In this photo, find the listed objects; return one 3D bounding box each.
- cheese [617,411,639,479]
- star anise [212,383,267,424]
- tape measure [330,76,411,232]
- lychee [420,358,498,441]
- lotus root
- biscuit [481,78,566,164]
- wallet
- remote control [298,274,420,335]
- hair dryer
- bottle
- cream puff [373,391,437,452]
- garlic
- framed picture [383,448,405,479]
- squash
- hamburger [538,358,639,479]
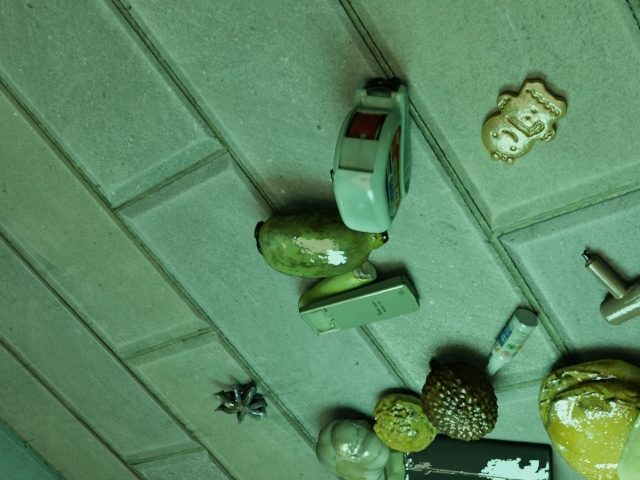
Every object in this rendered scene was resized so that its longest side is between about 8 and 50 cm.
[{"bbox_3d":[0.808,0.349,1.525,0.384,0.384,0.104,54,170,-21],"label":"cheese"},{"bbox_3d":[-0.243,0.494,2.219,0.180,0.061,0.204,2,133,7],"label":"star anise"},{"bbox_3d":[0.099,-0.159,1.443,0.125,0.246,0.243,9,136,22],"label":"tape measure"},{"bbox_3d":[0.335,0.387,1.793,0.238,0.200,0.200,51,146,39],"label":"lychee"},{"bbox_3d":[0.000,0.000,1.664,0.309,0.173,0.173,-2,126,17],"label":"lotus root"},{"bbox_3d":[0.381,-0.226,1.394,0.133,0.027,0.184,44,131,-16],"label":"biscuit"},{"bbox_3d":[0.427,0.658,1.997,0.406,0.062,0.228,-1,94,23],"label":"wallet"},{"bbox_3d":[0.091,0.161,1.762,0.285,0.038,0.123,-18,137,19],"label":"remote control"},{"bbox_3d":[0.610,0.090,1.531,0.182,0.064,0.117,45,132,-4],"label":"hair dryer"},{"bbox_3d":[0.444,0.251,1.725,0.060,0.060,0.217,23,131,5],"label":"bottle"},{"bbox_3d":[0.229,0.502,1.976,0.189,0.129,0.189,11,132,12],"label":"cream puff"},{"bbox_3d":[0.094,0.596,2.093,0.228,0.152,0.228,13,135,13],"label":"garlic"},{"bbox_3d":[0.285,0.684,2.115,0.231,0.010,0.173,-9,89,30],"label":"framed picture"},{"bbox_3d":[0.031,0.124,1.796,0.083,0.083,0.250,42,129,-12],"label":"squash"},{"bbox_3d":[0.655,0.409,1.685,0.290,0.170,0.314,-19,116,31],"label":"hamburger"}]
